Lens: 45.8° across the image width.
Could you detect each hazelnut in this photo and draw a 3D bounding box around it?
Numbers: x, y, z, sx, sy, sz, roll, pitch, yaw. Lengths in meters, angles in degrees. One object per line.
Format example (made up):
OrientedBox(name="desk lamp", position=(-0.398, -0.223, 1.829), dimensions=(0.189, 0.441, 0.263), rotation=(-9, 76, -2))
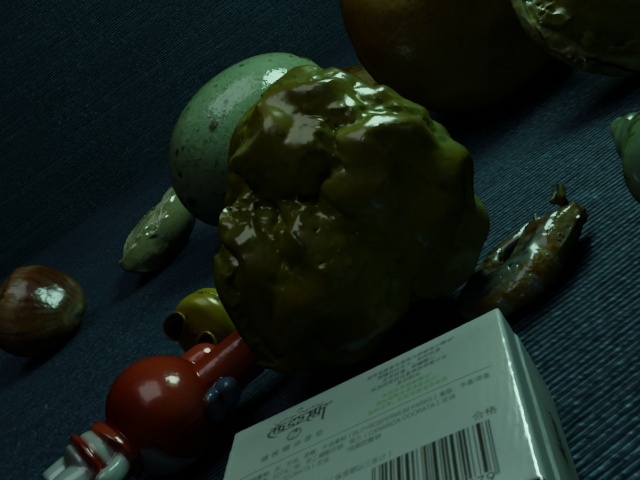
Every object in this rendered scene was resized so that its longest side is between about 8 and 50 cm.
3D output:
OrientedBox(name="hazelnut", position=(-0.613, 0.155, 1.653), dimensions=(0.214, 0.176, 0.214), rotation=(-6, 56, 9))

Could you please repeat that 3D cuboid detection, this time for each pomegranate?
OrientedBox(name="pomegranate", position=(0.244, -0.423, 1.286), dimensions=(0.416, 0.417, 0.417), rotation=(-30, 19, 12))

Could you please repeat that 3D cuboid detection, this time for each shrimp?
OrientedBox(name="shrimp", position=(0.207, 0.013, 0.797), dimensions=(0.187, 0.052, 0.132), rotation=(-43, 20, -15))

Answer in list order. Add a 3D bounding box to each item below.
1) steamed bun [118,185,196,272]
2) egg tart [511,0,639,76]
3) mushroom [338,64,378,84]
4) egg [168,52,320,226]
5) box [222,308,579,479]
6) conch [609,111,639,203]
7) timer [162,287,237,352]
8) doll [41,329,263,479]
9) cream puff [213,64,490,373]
OrientedBox(name="steamed bun", position=(-0.356, -0.017, 1.725), dimensions=(0.212, 0.110, 0.231), rotation=(-48, 19, 13))
OrientedBox(name="egg tart", position=(0.405, -0.368, 1.047), dimensions=(0.295, 0.295, 0.116), rotation=(-40, -9, -17))
OrientedBox(name="mushroom", position=(0.029, -0.290, 1.690), dimensions=(0.278, 0.146, 0.278), rotation=(-38, 14, 11))
OrientedBox(name="egg", position=(-0.131, -0.196, 1.486), dimensions=(0.379, 0.287, 0.287), rotation=(-50, 20, -1))
OrientedBox(name="box", position=(0.050, 0.186, 0.548), dimensions=(0.260, 0.111, 0.194), rotation=(-30, 18, 18))
OrientedBox(name="conch", position=(0.332, -0.060, 0.658), dimensions=(0.187, 0.124, 0.181), rotation=(-47, 18, -11))
OrientedBox(name="timer", position=(-0.151, 0.118, 1.065), dimensions=(0.107, 0.107, 0.109), rotation=(-22, 4, 33))
OrientedBox(name="doll", position=(-0.182, 0.199, 0.882), dimensions=(0.290, 0.130, 0.161), rotation=(-37, 16, -25))
OrientedBox(name="cream puff", position=(0.000, -0.001, 0.802), dimensions=(0.257, 0.291, 0.324), rotation=(-54, 12, -23))
